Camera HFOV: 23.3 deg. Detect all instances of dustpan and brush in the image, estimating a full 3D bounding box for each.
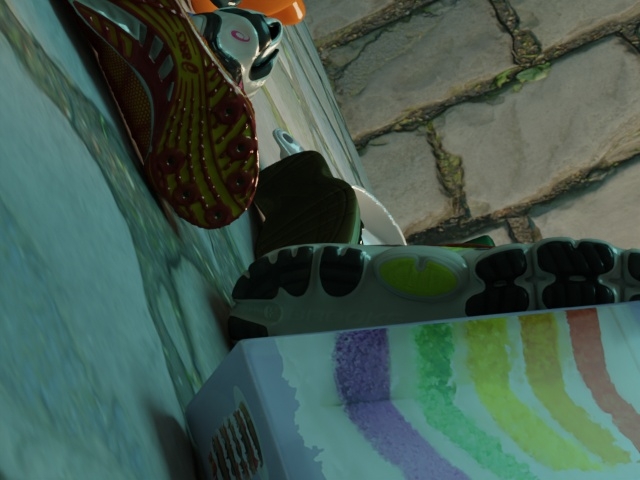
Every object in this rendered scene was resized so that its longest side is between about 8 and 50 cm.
[{"bbox_3d":[0.015,-0.013,1.341,0.211,0.060,0.147,44,38,-21],"label":"dustpan and brush"}]

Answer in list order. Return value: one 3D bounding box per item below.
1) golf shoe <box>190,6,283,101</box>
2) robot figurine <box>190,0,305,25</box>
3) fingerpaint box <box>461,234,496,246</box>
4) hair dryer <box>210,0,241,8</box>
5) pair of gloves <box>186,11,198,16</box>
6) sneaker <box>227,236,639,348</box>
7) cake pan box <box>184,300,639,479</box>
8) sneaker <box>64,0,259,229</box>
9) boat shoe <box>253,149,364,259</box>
[{"bbox_3d":[-0.057,-0.101,0.932,0.186,0.086,0.067,-71,137,-85],"label":"golf shoe"},{"bbox_3d":[-0.072,-0.273,1.307,0.128,0.158,0.219,42,-13,39],"label":"robot figurine"},{"bbox_3d":[0.137,0.249,0.956,0.445,0.163,0.371,-97,163,-71],"label":"fingerpaint box"},{"bbox_3d":[-0.094,-0.234,0.826,0.293,0.080,0.223,-31,102,-65],"label":"hair dryer"},{"bbox_3d":[-0.108,-0.186,1.141,0.159,0.023,0.198,48,21,-76],"label":"pair of gloves"},{"bbox_3d":[0.094,0.041,0.820,0.118,0.279,0.107,-13,111,-73],"label":"sneaker"},{"bbox_3d":[0.098,0.155,0.607,0.070,0.246,0.266,-54,-133,49],"label":"cake pan box"},{"bbox_3d":[-0.078,-0.086,0.777,0.067,0.064,0.175,-127,-167,-66],"label":"sneaker"},{"bbox_3d":[-0.001,0.000,1.101,0.073,0.080,0.223,60,3,-22],"label":"boat shoe"}]
